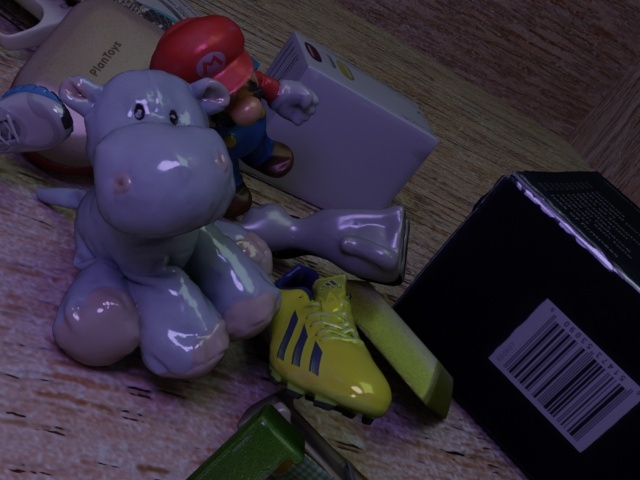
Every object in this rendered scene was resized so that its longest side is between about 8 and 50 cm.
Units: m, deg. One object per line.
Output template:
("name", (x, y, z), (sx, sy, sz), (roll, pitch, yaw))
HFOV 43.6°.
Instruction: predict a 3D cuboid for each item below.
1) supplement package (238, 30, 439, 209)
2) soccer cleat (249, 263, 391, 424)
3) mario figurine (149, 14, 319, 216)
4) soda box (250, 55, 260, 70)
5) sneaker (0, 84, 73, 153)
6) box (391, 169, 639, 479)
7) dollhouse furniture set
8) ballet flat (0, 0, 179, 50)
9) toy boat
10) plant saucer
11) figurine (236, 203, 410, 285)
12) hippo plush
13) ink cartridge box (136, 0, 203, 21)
("supplement package", (0.020, -0.175, 1.313), (0.262, 0.204, 0.145), (25, 28, -27))
("soccer cleat", (0.000, 0.091, 0.812), (0.093, 0.121, 0.289), (28, 1, -22))
("mario figurine", (-0.102, -0.136, 0.979), (0.170, 0.320, 0.198), (4, 66, 10))
("soda box", (-0.176, -0.245, 1.284), (0.067, 0.071, 0.210), (38, 36, -6))
("sneaker", (-0.342, -0.108, 0.809), (0.191, 0.071, 0.083), (-1, 32, 18))
("box", (0.433, 0.152, 1.181), (0.480, 0.297, 0.472), (47, 27, 20))
("dollhouse furniture set", (-0.028, 0.250, 0.668), (0.197, 0.151, 0.301), (46, -4, 3))
("ballet flat", (-0.358, -0.296, 1.122), (0.483, 0.164, 0.182), (36, 45, 11))
("toy boat", (-0.283, -0.173, 0.987), (0.151, 0.151, 0.231), (30, 57, -7))
("plant saucer", (0.096, 0.126, 0.983), (0.188, 0.045, 0.188), (48, 0, 23))
("figurine", (0.000, 0.000, 0.994), (0.210, 0.092, 0.215), (5, -4, 9))
("hippo plush", (-0.135, -0.041, 0.767), (0.234, 0.236, 0.294), (2, 40, -24))
("ink cartridge box", (-0.314, -0.387, 1.377), (0.158, 0.092, 0.218), (44, 23, 14))
